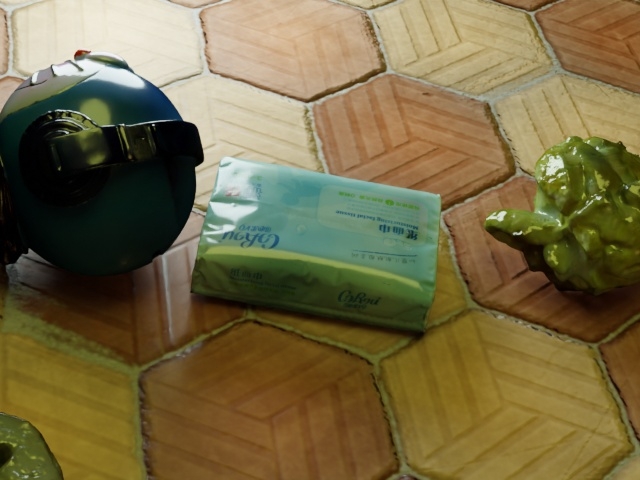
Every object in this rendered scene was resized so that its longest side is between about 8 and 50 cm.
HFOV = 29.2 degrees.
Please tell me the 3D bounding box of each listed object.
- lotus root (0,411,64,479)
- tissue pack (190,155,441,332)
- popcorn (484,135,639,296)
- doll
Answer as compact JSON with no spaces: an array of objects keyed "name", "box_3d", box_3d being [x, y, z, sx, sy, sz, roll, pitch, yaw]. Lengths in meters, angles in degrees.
[{"name":"lotus root","box_3d":[-0.306,0.263,1.013,0.138,0.119,0.235,32,46,21]},{"name":"tissue pack","box_3d":[0.000,0.000,1.370,0.263,0.089,0.177,9,45,-1]},{"name":"popcorn","box_3d":[0.300,-0.024,1.409,0.212,0.198,0.198,-24,49,0]},{"name":"doll","box_3d":[-0.276,-0.070,1.291,0.309,0.284,0.240,-16,88,-8]}]
